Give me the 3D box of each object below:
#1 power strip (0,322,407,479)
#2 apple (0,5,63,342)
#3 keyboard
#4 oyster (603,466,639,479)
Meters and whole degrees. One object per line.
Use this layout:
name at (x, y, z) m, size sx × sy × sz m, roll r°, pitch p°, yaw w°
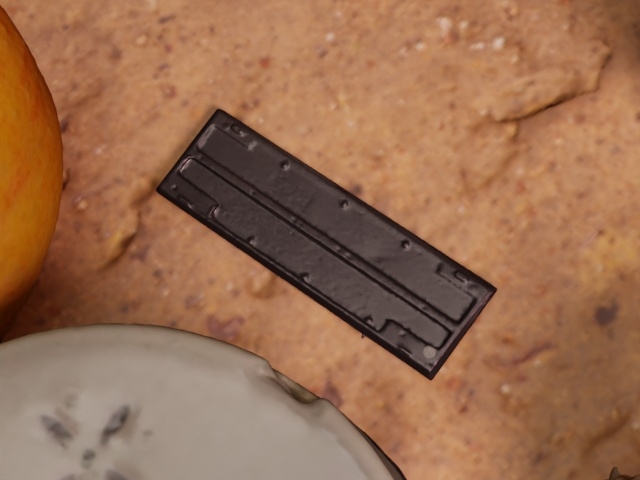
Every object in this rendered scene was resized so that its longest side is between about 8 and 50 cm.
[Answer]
power strip at (-0.101, 0.226, 0.882) m, size 0.357 × 0.161 × 0.357 m, roll -3°, pitch 75°, yaw 10°
apple at (-0.292, -0.031, 0.935) m, size 0.299 × 0.299 × 0.275 m, roll 27°, pitch 60°, yaw 17°
keyboard at (0.000, 0.000, 1.011) m, size 0.202 × 0.011 × 0.067 m, roll 34°, pitch 80°, yaw 18°
oyster at (0.186, 0.153, 0.843) m, size 0.161 × 0.107 × 0.233 m, roll 49°, pitch 124°, yaw 21°
